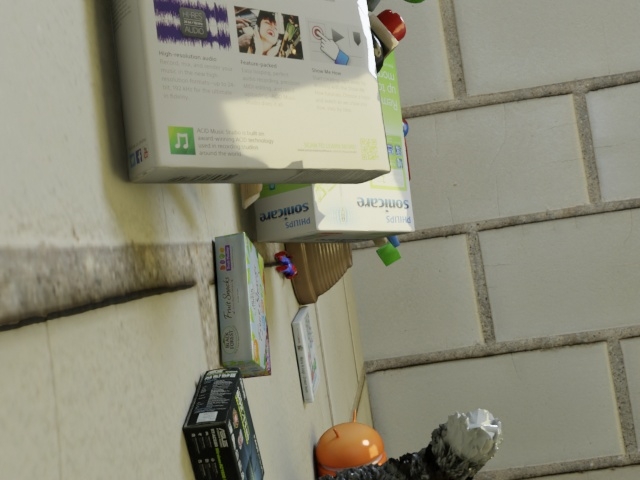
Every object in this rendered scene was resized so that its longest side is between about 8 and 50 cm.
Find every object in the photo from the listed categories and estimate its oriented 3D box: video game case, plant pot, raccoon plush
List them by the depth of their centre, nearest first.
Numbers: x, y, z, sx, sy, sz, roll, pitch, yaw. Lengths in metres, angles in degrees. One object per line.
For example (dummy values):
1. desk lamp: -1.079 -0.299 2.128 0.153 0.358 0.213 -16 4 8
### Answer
1. raccoon plush: 0.107 0.460 1.112 0.446 0.216 0.299 109 -17 -49
2. video game case: -0.024 0.201 1.442 0.157 0.019 0.143 -50 131 -83
3. plant pot: 0.000 0.000 1.529 0.237 0.110 0.237 -7 90 -85

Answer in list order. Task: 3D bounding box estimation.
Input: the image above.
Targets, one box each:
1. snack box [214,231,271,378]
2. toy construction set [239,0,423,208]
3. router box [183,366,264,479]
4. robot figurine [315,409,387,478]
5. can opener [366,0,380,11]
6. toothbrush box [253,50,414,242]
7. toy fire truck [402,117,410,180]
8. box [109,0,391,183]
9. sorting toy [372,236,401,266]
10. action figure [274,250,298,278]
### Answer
1. snack box: -0.084 0.073 0.883 0.100 0.037 0.141 63 19 -70
2. toy construction set: -0.046 -0.167 0.891 0.237 0.258 0.308 96 12 -56
3. router box: -0.083 0.189 0.717 0.092 0.038 0.122 -86 167 -69
4. robot figurine: 0.060 0.419 1.430 0.128 0.158 0.219 -163 -118 -71
5. can opener: -0.028 -0.387 1.138 0.280 0.093 0.074 39 15 18
6. toothbrush box: 0.011 -0.142 1.129 0.206 0.122 0.283 1 83 -46
7. toy fire truck: 0.065 -0.199 1.731 0.302 0.254 0.169 73 10 -61
8. box: -0.062 -0.207 0.673 0.058 0.232 0.322 -13 -99 51
9. sorting toy: 0.040 -0.091 1.431 0.347 0.047 0.196 58 -3 37
10. action figure: -0.054 0.043 1.329 0.115 0.030 0.038 66 12 -79
